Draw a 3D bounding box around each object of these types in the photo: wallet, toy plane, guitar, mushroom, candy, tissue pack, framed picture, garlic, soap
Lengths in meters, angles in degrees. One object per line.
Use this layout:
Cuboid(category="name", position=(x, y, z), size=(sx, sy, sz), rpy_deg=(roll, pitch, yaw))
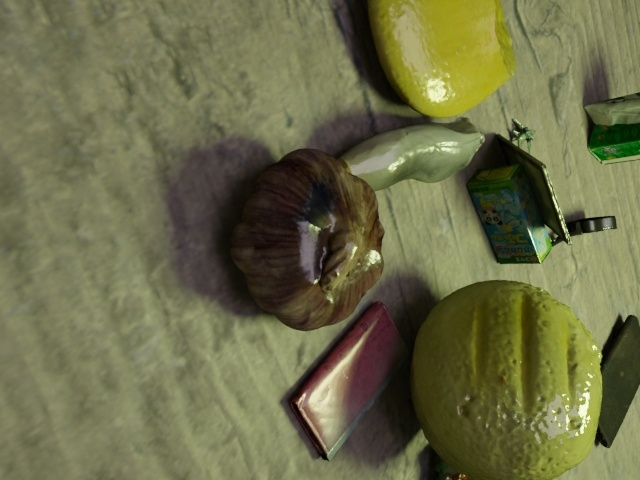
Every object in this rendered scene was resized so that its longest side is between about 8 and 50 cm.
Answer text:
Cuboid(category="wallet", position=(0.051, 0.208, 1.007), size=(0.232, 0.025, 0.119), rpy_deg=(-44, 118, -35))
Cuboid(category="toy plane", position=(0.431, -0.220, 1.382), size=(0.083, 0.033, 0.080), rpy_deg=(-24, 91, -42))
Cuboid(category="guitar", position=(0.573, -0.021, 1.494), size=(0.271, 0.083, 0.038), rpy_deg=(-13, 94, -37))
Cuboid(category="mushroom", position=(0.145, -0.139, 1.057), size=(0.351, 0.109, 0.097), rpy_deg=(-17, 67, -41))
Cuboid(category="candy", position=(0.366, -0.047, 1.269), size=(0.062, 0.097, 0.195), rpy_deg=(-46, 118, -36))
Cuboid(category="tissue pack", position=(0.758, -0.287, 1.579), size=(0.156, 0.209, 0.148), rpy_deg=(30, 69, -37))
Cuboid(category="wallet", position=(0.746, 0.349, 1.660), size=(0.321, 0.044, 0.170), rpy_deg=(-44, 117, -32))
Cuboid(category="framed picture", position=(0.402, -0.104, 1.257), size=(0.010, 0.231, 0.173), rpy_deg=(-25, 114, 5))
Cuboid(category="garlic", position=(0.000, 0.000, 0.872), size=(0.245, 0.160, 0.245), rpy_deg=(3, 86, -44))
Cuboid(category="soap", position=(0.234, -0.384, 1.143), size=(0.427, 0.115, 0.306), rpy_deg=(-34, 115, -39))

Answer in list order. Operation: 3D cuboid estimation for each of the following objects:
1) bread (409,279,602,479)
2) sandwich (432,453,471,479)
Cuboid(category="bread", position=(0.293, 0.221, 1.051), size=(0.321, 0.320, 0.237), rpy_deg=(-60, 152, -27))
Cuboid(category="sandwich", position=(0.292, 0.424, 1.144), size=(0.184, 0.160, 0.109), rpy_deg=(1, 107, -36))
